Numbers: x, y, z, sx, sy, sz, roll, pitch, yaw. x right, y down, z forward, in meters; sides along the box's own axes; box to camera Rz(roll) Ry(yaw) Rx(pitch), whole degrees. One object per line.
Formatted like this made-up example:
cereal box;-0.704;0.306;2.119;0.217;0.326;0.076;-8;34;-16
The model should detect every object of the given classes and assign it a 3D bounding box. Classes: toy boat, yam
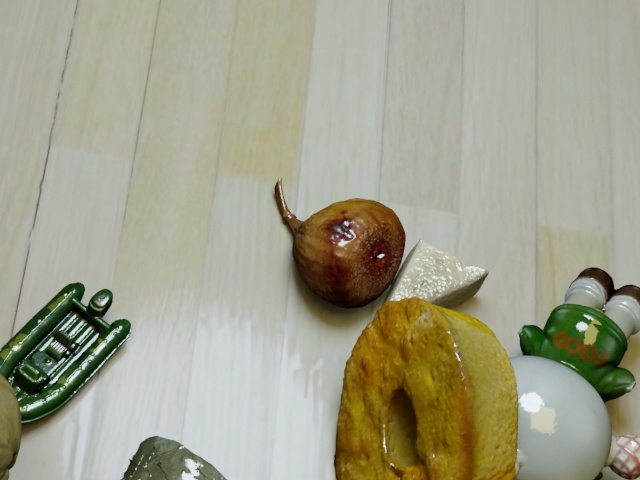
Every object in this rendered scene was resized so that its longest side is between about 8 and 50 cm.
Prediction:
toy boat;-0.317;0.137;1.756;0.104;0.052;0.210;39;59;7
yam;-0.178;0.352;1.617;0.154;0.154;0.254;23;55;0

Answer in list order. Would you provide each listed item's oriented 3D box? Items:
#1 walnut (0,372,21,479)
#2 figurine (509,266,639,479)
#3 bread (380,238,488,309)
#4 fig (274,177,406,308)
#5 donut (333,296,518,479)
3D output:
walnut;-0.462;0.207;1.581;0.283;0.227;0.283;11;48;-12
figurine;0.291;0.181;1.812;0.281;0.167;0.370;29;52;15
bread;0.134;0.085;1.878;0.105;0.077;0.152;27;60;4
fig;0.000;0.000;1.888;0.201;0.134;0.146;22;28;30
donut;0.127;0.217;1.696;0.110;0.303;0.303;6;59;-26
